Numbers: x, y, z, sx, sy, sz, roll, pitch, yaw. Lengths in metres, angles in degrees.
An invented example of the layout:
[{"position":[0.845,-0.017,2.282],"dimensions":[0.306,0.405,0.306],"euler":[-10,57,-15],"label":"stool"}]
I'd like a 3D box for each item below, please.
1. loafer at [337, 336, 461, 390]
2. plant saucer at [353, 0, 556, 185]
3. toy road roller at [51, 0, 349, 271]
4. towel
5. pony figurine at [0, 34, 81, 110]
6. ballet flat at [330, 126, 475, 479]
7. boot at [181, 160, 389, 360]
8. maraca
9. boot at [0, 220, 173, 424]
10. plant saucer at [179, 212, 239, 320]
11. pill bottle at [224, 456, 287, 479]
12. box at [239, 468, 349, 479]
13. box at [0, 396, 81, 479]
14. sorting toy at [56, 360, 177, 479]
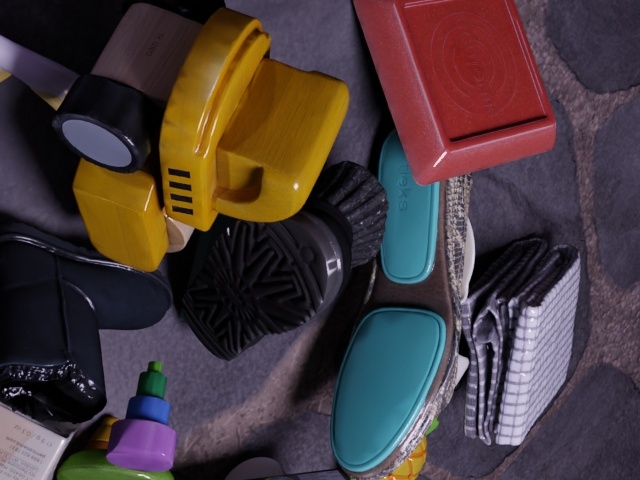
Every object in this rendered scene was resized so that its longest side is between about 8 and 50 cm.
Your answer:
[{"position":[0.109,0.166,1.740],"dimensions":[0.220,0.080,0.078],"euler":[21,55,-40],"label":"loafer"},{"position":[0.189,-0.221,1.568],"dimensions":[0.259,0.048,0.258],"euler":[-16,86,-36],"label":"plant saucer"},{"position":[-0.108,-0.095,1.228],"dimensions":[0.329,0.241,0.202],"euler":[97,16,-63],"label":"toy road roller"},{"position":[0.290,0.146,1.803],"dimensions":[0.284,0.121,0.235],"euler":[-36,134,-57],"label":"towel"},{"position":[-0.324,-0.254,1.071],"dimensions":[0.363,0.303,0.351],"euler":[-7,122,-55],"label":"pony figurine"},{"position":[0.137,0.081,1.614],"dimensions":[0.182,0.164,0.482],"euler":[19,77,-53],"label":"ballet flat"},{"position":[-0.003,-0.003,1.404],"dimensions":[0.260,0.348,0.131],"euler":[-35,91,-30],"label":"boot"},{"position":[0.109,0.297,1.761],"dimensions":[0.185,0.099,0.127],"euler":[-48,148,-8],"label":"maraca"},{"position":[-0.251,0.105,1.291],"dimensions":[0.094,0.207,0.246],"euler":[-39,137,27],"label":"boot"},{"position":[-0.122,0.012,1.501],"dimensions":[0.067,0.018,0.192],"euler":[5,105,-42],"label":"plant saucer"},{"position":[-0.051,0.396,1.651],"dimensions":[0.124,0.124,0.221],"euler":[-44,129,-19],"label":"pill bottle"},{"position":[-0.093,0.409,1.527],"dimensions":[0.270,0.060,0.216],"euler":[-4,106,-20],"label":"box"},{"position":[-0.383,0.308,1.284],"dimensions":[0.121,0.148,0.311],"euler":[29,86,-4],"label":"box"},{"position":[-0.218,0.220,1.341],"dimensions":[0.127,0.365,0.126],"euler":[14,62,-14],"label":"sorting toy"}]
